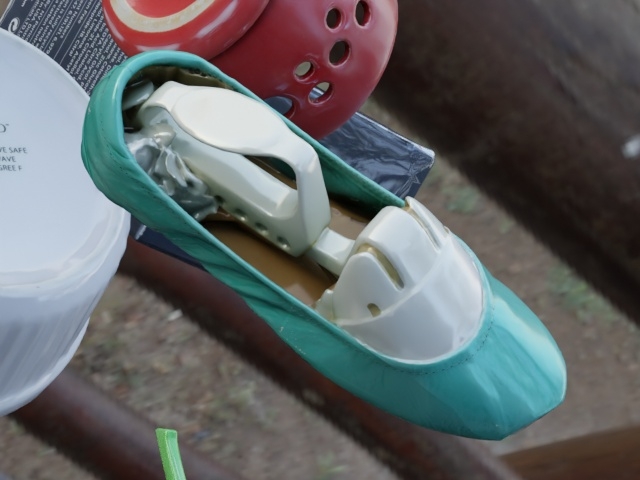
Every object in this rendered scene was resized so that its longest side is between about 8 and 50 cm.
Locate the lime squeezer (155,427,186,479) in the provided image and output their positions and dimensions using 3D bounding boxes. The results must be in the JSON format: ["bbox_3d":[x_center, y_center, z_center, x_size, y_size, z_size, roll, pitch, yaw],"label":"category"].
[{"bbox_3d":[-0.123,0.316,1.487,0.059,0.110,0.310,13,80,-54],"label":"lime squeezer"}]

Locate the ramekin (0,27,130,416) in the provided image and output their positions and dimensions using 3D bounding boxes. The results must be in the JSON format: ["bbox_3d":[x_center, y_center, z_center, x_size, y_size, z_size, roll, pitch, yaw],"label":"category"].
[{"bbox_3d":[-0.246,-0.025,1.137,0.273,0.127,0.273,21,49,-26],"label":"ramekin"}]

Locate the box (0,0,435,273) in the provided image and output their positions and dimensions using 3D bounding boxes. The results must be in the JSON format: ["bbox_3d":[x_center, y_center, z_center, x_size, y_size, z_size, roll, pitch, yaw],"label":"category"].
[{"bbox_3d":[-0.134,-0.116,1.838,0.293,0.395,0.212,26,95,-43],"label":"box"}]

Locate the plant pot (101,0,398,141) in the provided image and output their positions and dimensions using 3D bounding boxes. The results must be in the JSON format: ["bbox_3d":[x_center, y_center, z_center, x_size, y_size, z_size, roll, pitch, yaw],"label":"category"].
[{"bbox_3d":[-0.062,-0.183,1.373,0.174,0.191,0.191,26,60,-51],"label":"plant pot"}]

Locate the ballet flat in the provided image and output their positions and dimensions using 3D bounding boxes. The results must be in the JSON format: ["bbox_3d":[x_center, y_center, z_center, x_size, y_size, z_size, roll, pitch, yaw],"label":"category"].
[{"bbox_3d":[0.000,0.000,0.756,0.247,0.087,0.083,33,67,8],"label":"ballet flat"}]
